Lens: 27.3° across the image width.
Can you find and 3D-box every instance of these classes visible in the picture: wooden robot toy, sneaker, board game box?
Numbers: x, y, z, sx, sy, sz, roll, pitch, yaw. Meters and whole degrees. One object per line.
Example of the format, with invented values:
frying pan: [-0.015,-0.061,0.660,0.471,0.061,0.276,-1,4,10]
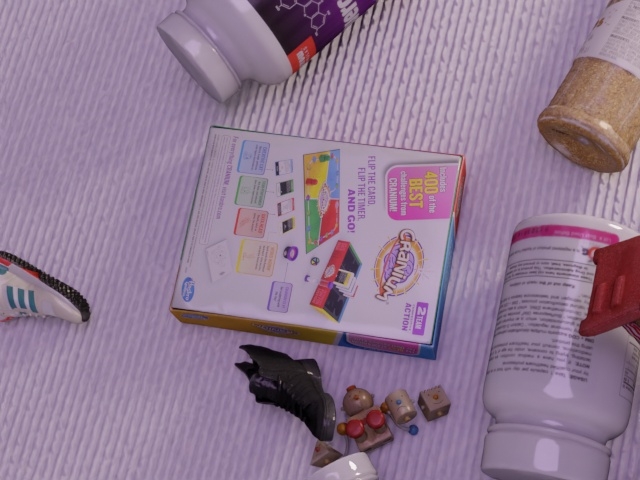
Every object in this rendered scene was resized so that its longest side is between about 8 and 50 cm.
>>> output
wooden robot toy: [0.055,0.192,1.503,0.173,0.076,0.079,-25,59,-1]
sneaker: [-0.357,0.075,1.614,0.161,0.057,0.075,29,94,15]
sneaker: [-0.041,0.172,1.498,0.089,0.051,0.170,3,26,-14]
board game box: [0.000,0.000,1.576,0.316,0.064,0.242,8,73,11]

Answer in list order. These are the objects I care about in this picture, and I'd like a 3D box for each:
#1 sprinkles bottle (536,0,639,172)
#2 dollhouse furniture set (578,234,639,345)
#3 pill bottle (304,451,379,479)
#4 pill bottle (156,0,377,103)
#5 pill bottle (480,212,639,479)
sprinkles bottle: [0.394,-0.255,1.574,0.121,0.121,0.355,29,78,16]
dollhouse furniture set: [0.424,-0.002,1.406,0.152,0.201,0.374,-26,30,42]
pill bottle: [0.061,0.346,1.417,0.124,0.124,0.222,-29,70,-2]
pill bottle: [-0.040,-0.319,1.628,0.323,0.181,0.181,-42,71,-6]
pill bottle: [0.266,0.127,1.443,0.160,0.160,0.283,10,73,11]
